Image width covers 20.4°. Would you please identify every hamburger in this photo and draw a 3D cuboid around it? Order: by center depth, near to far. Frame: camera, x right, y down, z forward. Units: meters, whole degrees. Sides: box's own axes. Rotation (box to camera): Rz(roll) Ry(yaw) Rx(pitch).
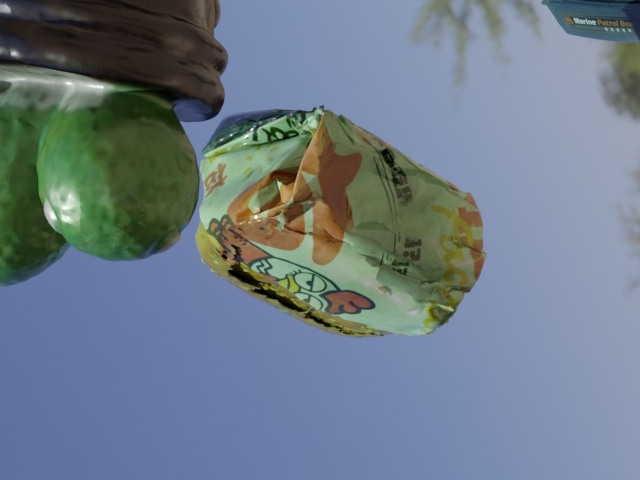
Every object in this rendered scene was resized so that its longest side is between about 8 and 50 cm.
[{"bbox_3d":[-0.002,-0.001,1.332,0.214,0.235,0.125,43,-127,-29],"label":"hamburger"}]

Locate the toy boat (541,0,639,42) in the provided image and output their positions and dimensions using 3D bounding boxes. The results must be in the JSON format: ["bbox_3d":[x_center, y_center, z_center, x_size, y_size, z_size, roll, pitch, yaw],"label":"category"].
[{"bbox_3d":[0.271,-0.206,1.420,0.103,0.093,0.246,60,163,-20],"label":"toy boat"}]

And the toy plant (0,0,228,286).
[{"bbox_3d":[-0.153,-0.082,1.061,0.175,0.218,0.235,14,-97,-45],"label":"toy plant"}]
